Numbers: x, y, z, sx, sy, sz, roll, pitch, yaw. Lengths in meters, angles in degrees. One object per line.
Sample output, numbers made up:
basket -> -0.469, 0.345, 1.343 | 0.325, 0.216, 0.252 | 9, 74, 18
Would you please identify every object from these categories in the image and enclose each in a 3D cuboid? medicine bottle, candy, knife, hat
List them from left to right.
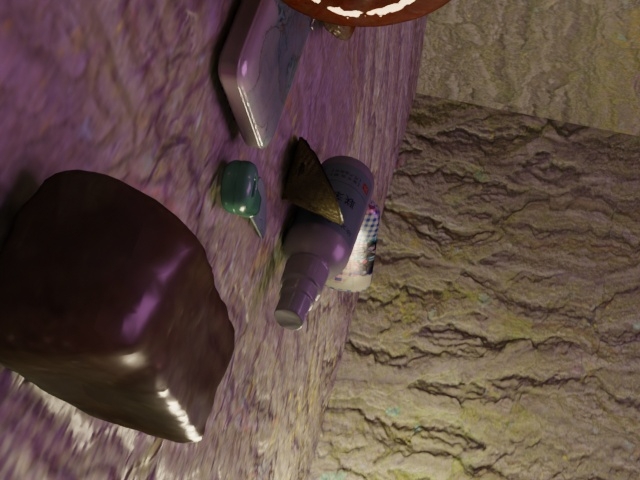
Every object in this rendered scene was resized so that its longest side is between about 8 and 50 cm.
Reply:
candy -> -0.122, 0.059, 0.422 | 0.234, 0.102, 0.104 | 91, 15, -63
knife -> -0.081, -0.047, 0.774 | 0.260, 0.035, 0.063 | 80, 18, -83
hat -> -0.027, -0.074, 0.965 | 0.145, 0.067, 0.146 | 63, -5, 11
medicine bottle -> 0.000, 0.000, 1.056 | 0.351, 0.110, 0.110 | -67, 167, -46

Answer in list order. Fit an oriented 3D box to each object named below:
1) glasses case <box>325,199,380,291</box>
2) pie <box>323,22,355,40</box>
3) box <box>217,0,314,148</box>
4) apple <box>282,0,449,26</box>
glasses case -> 0.053, 0.013, 1.360 | 0.327, 0.125, 0.076 | 90, 8, -56
pie -> 0.046, -0.372, 0.912 | 0.163, 0.079, 0.193 | 93, 14, -65
box -> -0.039, -0.246, 0.680 | 0.142, 0.044, 0.284 | 73, 31, -65
apple -> 0.034, -0.296, 0.485 | 0.253, 0.254, 0.253 | 13, 90, -81
